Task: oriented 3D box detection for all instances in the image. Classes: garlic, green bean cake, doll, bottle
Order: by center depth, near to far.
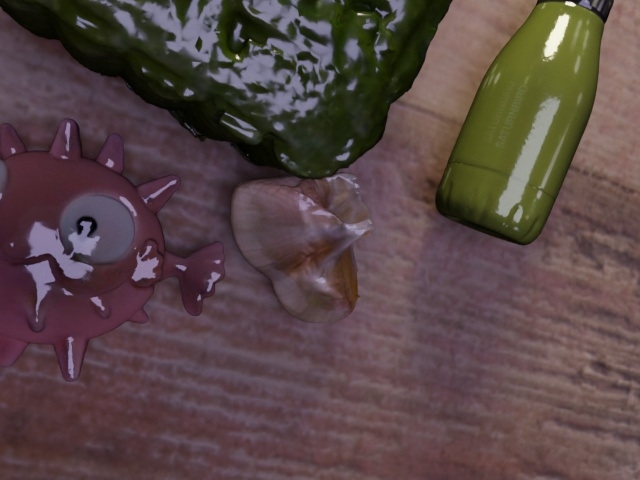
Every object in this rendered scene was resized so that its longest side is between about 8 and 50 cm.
[{"bbox_3d":[-0.048,-0.235,0.471,0.335,0.218,0.319,25,91,-18],"label":"green bean cake"},{"bbox_3d":[-0.210,0.008,0.523,0.262,0.093,0.211,17,87,-17],"label":"doll"},{"bbox_3d":[-0.009,0.007,0.583,0.124,0.099,0.174,-19,118,6],"label":"garlic"},{"bbox_3d":[0.209,-0.131,0.624,0.112,0.112,0.260,21,92,-20],"label":"bottle"}]
